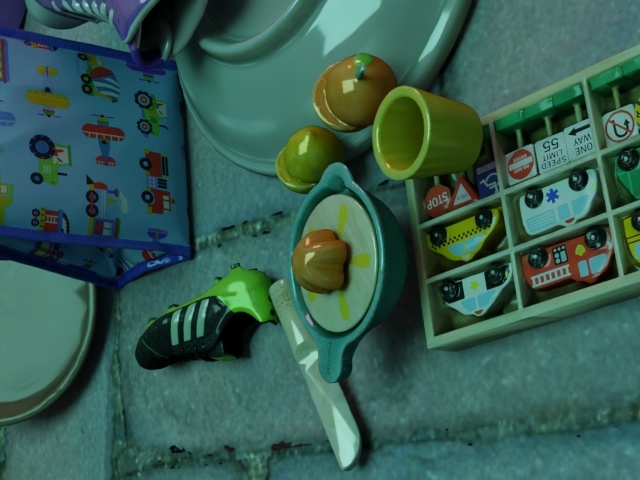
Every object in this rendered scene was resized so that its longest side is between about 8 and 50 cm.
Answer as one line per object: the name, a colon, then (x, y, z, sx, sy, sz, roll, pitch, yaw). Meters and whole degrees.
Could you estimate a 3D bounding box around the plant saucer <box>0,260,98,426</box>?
plant saucer: (-0.363, 0.068, 1.320, 0.278, 0.041, 0.278, 0, 89, 20)

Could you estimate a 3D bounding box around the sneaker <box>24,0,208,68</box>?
sneaker: (-0.201, -0.226, 1.122, 0.282, 0.102, 0.161, -22, 68, 49)

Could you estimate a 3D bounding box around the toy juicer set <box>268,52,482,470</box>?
toy juicer set: (0.000, 0.000, 0.972, 0.209, 0.089, 0.329, 46, 126, 47)

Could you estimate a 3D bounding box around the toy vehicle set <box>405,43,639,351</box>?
toy vehicle set: (0.180, -0.031, 0.872, 0.267, 0.035, 0.166, -24, 65, 40)

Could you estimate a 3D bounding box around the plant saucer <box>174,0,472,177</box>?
plant saucer: (-0.032, -0.262, 1.094, 0.400, 0.100, 0.400, -13, 71, 43)

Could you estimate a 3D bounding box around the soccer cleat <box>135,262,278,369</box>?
soccer cleat: (-0.112, 0.090, 1.121, 0.179, 0.060, 0.072, -35, 59, 31)

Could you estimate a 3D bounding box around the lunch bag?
lunch bag: (-0.283, -0.091, 1.164, 0.138, 0.293, 0.221, -22, 66, 40)

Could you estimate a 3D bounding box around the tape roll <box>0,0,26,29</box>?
tape roll: (-0.498, -0.334, 1.448, 0.090, 0.275, 0.275, 1, 82, 45)
